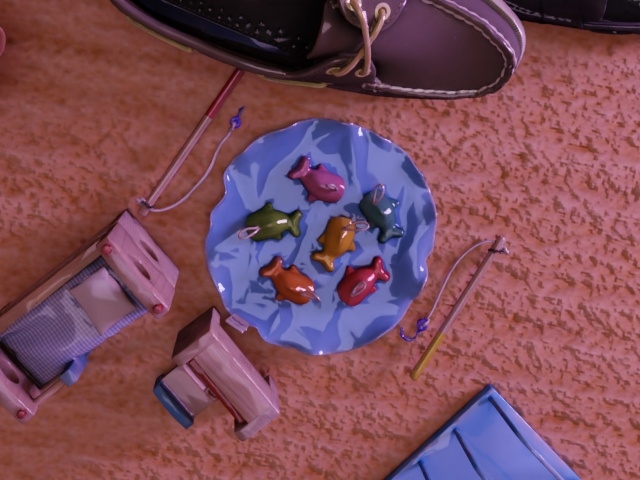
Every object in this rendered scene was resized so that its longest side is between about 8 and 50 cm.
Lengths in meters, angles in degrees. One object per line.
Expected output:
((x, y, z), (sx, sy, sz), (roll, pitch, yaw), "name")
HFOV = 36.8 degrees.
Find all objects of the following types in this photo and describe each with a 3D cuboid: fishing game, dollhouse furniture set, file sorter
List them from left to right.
((-0.136, 0.095, 0.699), (0.129, 0.129, 0.183), (-38, 101, 3), "dollhouse furniture set")
((0.000, 0.000, 0.740), (0.264, 0.041, 0.189), (36, 93, -10), "fishing game")
((0.120, 0.225, 0.757), (0.170, 0.104, 0.118), (-43, 100, 4), "file sorter")

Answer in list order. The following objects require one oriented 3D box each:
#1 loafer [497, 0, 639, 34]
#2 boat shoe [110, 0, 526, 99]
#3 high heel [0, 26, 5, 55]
((0.191, -0.192, 0.699), (0.223, 0.078, 0.076), (10, 99, -6), "loafer")
((-0.002, -0.154, 0.669), (0.305, 0.091, 0.109), (16, 124, -5), "boat shoe")
((-0.383, -0.071, 0.684), (0.377, 0.127, 0.181), (-46, 72, 8), "high heel")
